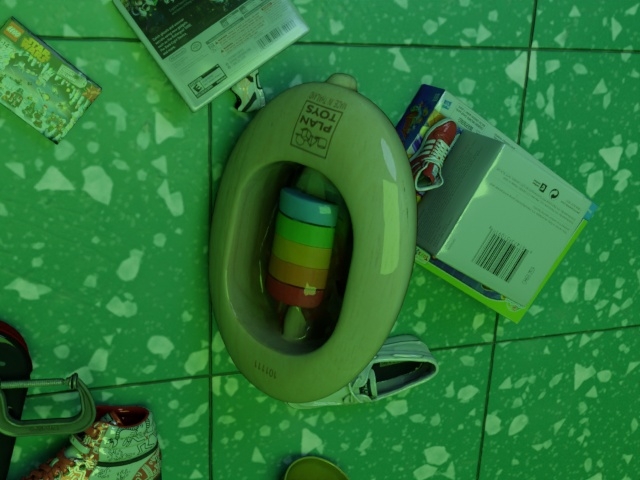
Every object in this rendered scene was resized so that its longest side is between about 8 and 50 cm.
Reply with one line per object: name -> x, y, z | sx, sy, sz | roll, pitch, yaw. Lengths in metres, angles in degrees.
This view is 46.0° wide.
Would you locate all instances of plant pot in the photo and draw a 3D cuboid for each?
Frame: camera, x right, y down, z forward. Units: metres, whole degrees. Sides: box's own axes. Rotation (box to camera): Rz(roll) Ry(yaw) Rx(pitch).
plant pot -> -0.018, 0.439, 1.236 | 0.134, 0.134, 0.095 | 16, 126, -23

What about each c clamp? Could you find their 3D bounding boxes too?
c clamp -> -0.382, 0.207, 1.007 | 0.160, 0.022, 0.137 | 4, 111, -11

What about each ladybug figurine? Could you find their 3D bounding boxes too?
ladybug figurine -> 0.000, 0.000, 1.022 | 0.162, 0.305, 0.449 | -16, 126, -55

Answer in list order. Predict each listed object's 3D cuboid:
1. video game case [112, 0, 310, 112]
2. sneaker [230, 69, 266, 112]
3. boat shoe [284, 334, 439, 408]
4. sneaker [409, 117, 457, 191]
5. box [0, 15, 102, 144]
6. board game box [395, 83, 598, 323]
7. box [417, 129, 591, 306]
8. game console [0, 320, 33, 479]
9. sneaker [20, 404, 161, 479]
video game case -> -0.138, -0.289, 0.974 | 0.190, 0.022, 0.173 | -36, 99, -5
sneaker -> -0.105, -0.224, 1.021 | 0.043, 0.040, 0.109 | -16, 112, -12
boat shoe -> 0.064, 0.216, 1.202 | 0.258, 0.084, 0.095 | -18, 113, -13
sneaker -> 0.159, -0.116, 1.048 | 0.042, 0.067, 0.118 | 37, 93, -26
box -> -0.358, -0.199, 0.947 | 0.137, 0.027, 0.094 | 39, 91, -26
board game box -> 0.237, -0.049, 1.179 | 0.347, 0.078, 0.233 | 30, 96, -25
box -> 0.249, -0.032, 1.078 | 0.181, 0.119, 0.182 | 28, 96, -25
game console -> -0.604, 0.241, 0.991 | 0.386, 0.060, 0.342 | 12, 103, -22
sneaker -> -0.361, 0.318, 1.076 | 0.270, 0.090, 0.145 | -9, 110, -28
